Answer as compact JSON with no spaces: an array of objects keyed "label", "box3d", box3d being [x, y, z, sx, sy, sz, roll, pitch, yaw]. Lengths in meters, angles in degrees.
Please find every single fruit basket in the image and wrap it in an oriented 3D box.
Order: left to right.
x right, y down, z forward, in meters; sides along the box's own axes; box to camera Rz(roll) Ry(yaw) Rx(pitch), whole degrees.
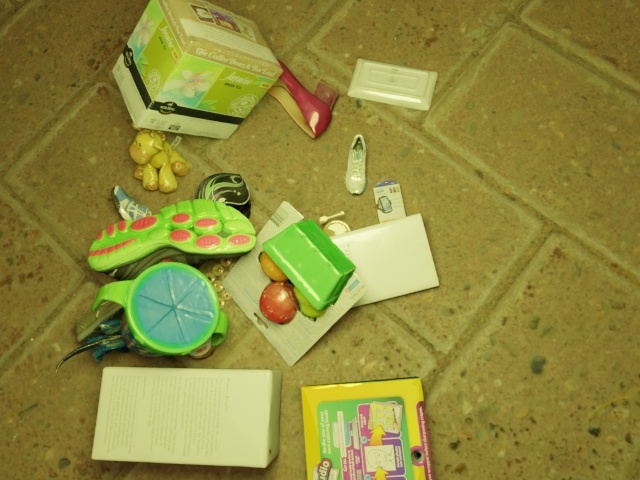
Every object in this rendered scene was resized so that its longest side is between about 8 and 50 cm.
[{"label":"fruit basket","box3d":[-0.082,0.124,1.246,0.327,0.165,0.353,46,121,13]}]

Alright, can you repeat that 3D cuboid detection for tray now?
[{"label":"tray","box3d":[0.233,-0.512,1.455,0.269,0.030,0.145,14,77,10]}]

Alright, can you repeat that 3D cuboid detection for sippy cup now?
[{"label":"sippy cup","box3d":[-0.416,0.204,1.187,0.306,0.224,0.240,51,47,-3]}]

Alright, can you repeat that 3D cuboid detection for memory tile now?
[{"label":"memory tile","box3d":[-0.295,0.125,1.358,0.113,0.012,0.148,39,83,14]}]

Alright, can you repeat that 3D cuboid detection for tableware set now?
[{"label":"tableware set","box3d":[0.000,0.000,1.343,0.193,0.039,0.129,-18,88,7]}]

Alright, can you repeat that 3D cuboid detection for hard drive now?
[{"label":"hard drive","box3d":[0.154,0.065,1.286,0.318,0.040,0.211,-15,88,3]}]

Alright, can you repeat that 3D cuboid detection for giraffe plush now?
[{"label":"giraffe plush","box3d":[-0.519,-0.273,1.404,0.181,0.170,0.211,12,77,10]}]

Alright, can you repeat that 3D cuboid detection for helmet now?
[{"label":"helmet","box3d":[-0.295,-0.115,1.344,0.161,0.169,0.170,-19,73,-16]}]

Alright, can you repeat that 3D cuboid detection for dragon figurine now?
[{"label":"dragon figurine","box3d":[-0.577,0.273,1.255,0.144,0.289,0.085,-40,68,35]}]

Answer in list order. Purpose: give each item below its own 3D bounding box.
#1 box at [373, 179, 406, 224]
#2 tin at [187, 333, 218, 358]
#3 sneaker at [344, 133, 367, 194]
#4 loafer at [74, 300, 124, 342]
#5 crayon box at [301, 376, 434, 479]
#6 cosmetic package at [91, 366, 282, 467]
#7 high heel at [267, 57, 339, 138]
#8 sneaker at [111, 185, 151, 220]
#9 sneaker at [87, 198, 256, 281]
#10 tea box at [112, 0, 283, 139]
[{"label":"box","box3d":[0.207,-0.112,1.356,0.081,0.028,0.136,-9,72,4]},{"label":"tin","box3d":[-0.368,0.255,1.321,0.106,0.040,0.190,-25,74,4]},{"label":"sneaker","box3d":[0.108,-0.235,1.370,0.071,0.083,0.191,1,77,5]},{"label":"loafer","box3d":[-0.626,0.198,1.333,0.251,0.094,0.087,-36,75,-7]},{"label":"crayon box","box3d":[0.121,0.549,1.153,0.312,0.106,0.364,-6,74,6]},{"label":"cosmetic package","box3d":[-0.341,0.456,1.199,0.452,0.161,0.231,0,75,7]},{"label":"high heel","box3d":[-0.137,-0.462,1.427,0.376,0.127,0.182,21,68,8]},{"label":"sneaker","box3d":[-0.582,-0.087,1.418,0.081,0.080,0.211,-33,84,-9]},{"label":"sneaker","box3d":[-0.399,0.020,1.268,0.481,0.202,0.186,-8,54,13]},{"label":"tea box","box3d":[-0.351,-0.489,1.301,0.323,0.328,0.220,-39,71,35]}]
